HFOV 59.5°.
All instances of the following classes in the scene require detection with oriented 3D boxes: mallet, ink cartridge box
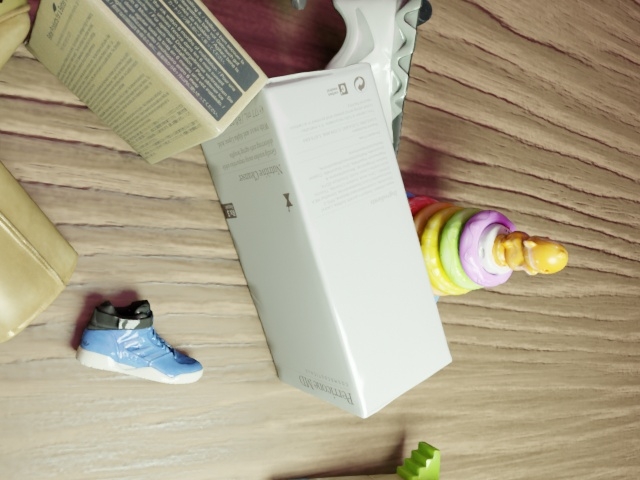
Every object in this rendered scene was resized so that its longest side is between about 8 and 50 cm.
[{"bbox_3d":[0.106,-0.298,0.887,0.039,0.062,0.190,35,87,-25],"label":"mallet"},{"bbox_3d":[-0.190,-0.186,0.584,0.193,0.234,0.088,47,67,-24],"label":"ink cartridge box"}]

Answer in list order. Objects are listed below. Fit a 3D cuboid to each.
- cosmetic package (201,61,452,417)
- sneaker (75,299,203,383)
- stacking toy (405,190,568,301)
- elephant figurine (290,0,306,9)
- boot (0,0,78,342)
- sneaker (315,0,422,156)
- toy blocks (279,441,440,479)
[{"bbox_3d":[0.000,0.000,0.714,0.156,0.217,0.385,-21,99,-30],"label":"cosmetic package"},{"bbox_3d":[-0.205,0.118,0.676,0.152,0.058,0.085,19,89,-24],"label":"sneaker"},{"bbox_3d":[0.211,0.013,0.789,0.175,0.301,0.166,32,74,-27],"label":"stacking toy"},{"bbox_3d":[-0.126,-0.404,0.678,0.239,0.169,0.186,-18,73,-30],"label":"elephant figurine"},{"bbox_3d":[-0.321,-0.070,0.550,0.236,0.089,0.270,-52,141,-32],"label":"boot"},{"bbox_3d":[0.050,-0.188,0.810,0.146,0.122,0.331,7,103,2],"label":"sneaker"},{"bbox_3d":[0.044,0.492,0.781,0.260,0.190,0.382,5,86,-20],"label":"toy blocks"}]
